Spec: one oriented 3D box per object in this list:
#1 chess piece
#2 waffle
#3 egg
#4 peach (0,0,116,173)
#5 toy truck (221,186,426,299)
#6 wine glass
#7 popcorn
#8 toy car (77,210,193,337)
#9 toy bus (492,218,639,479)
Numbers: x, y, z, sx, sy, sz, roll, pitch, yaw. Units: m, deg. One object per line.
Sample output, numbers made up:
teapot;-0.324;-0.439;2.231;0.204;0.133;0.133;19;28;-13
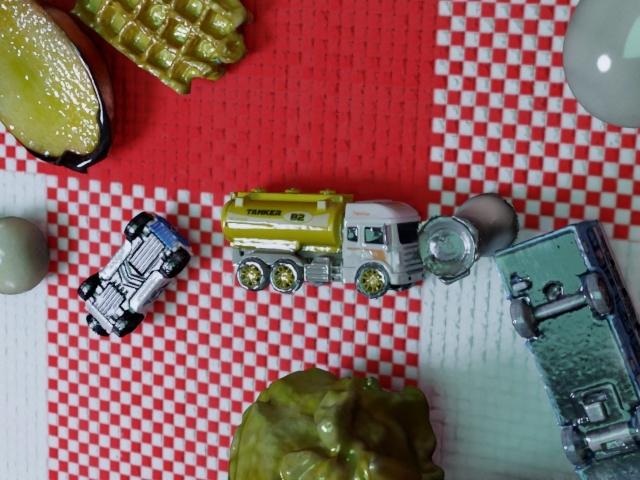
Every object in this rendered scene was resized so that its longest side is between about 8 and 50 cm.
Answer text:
chess piece;-0.453;0.032;1.599;0.243;0.133;0.133;-11;95;18
waffle;-0.165;-0.269;1.441;0.211;0.055;0.160;37;113;15
egg;0.318;-0.202;1.187;0.151;0.151;0.209;41;112;12
peach;-0.335;-0.210;1.518;0.189;0.068;0.279;-28;95;38
toy truck;0.000;0.000;1.396;0.227;0.098;0.114;3;95;25
wine glass;0.152;-0.004;1.295;0.072;0.155;0.072;4;101;23
popcorn;0.014;0.263;1.353;0.224;0.270;0.257;7;93;-22
toy car;-0.221;0.046;1.517;0.080;0.070;0.170;44;112;10
toy bus;0.280;0.127;1.277;0.106;0.131;0.297;-21;90;25
